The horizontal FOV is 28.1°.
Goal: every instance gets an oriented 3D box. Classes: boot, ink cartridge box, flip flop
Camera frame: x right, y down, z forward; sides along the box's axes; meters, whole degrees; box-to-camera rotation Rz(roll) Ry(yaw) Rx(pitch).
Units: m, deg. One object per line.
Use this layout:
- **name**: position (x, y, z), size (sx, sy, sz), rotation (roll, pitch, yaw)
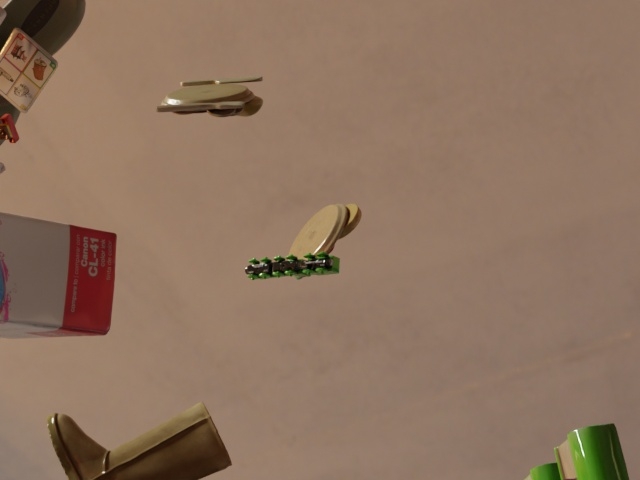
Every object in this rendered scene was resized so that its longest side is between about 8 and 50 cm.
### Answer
- **boot**: position (-0.322, 0.357, 2.262), size (0.269, 0.236, 0.089), rotation (-26, -23, -8)
- **ink cartridge box**: position (-0.419, 0.034, 1.449), size (0.226, 0.131, 0.306), rotation (-4, -13, 44)
- **flip flop**: position (-0.396, -0.220, 1.596), size (0.112, 0.080, 0.277), rotation (39, -90, -5)

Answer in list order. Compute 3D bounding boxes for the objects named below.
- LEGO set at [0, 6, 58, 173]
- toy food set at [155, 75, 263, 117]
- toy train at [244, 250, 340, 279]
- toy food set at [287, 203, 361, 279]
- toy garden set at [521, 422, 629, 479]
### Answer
- **LEGO set**: position (-0.356, -0.160, 1.217), size (0.182, 0.060, 0.244), rotation (41, -49, -5)
- **toy food set**: position (-0.142, -0.177, 1.674), size (0.132, 0.192, 0.039), rotation (-2, -73, 7)
- **toy train**: position (-0.021, 0.021, 0.973), size (0.083, 0.017, 0.023), rotation (-6, -16, 37)
- **toy food set**: position (0.000, 0.000, 1.172), size (0.020, 0.083, 0.082), rotation (37, -19, -20)
- **toy garden set**: position (0.115, 0.229, 0.665), size (0.049, 0.204, 0.244), rotation (-5, -25, -10)
